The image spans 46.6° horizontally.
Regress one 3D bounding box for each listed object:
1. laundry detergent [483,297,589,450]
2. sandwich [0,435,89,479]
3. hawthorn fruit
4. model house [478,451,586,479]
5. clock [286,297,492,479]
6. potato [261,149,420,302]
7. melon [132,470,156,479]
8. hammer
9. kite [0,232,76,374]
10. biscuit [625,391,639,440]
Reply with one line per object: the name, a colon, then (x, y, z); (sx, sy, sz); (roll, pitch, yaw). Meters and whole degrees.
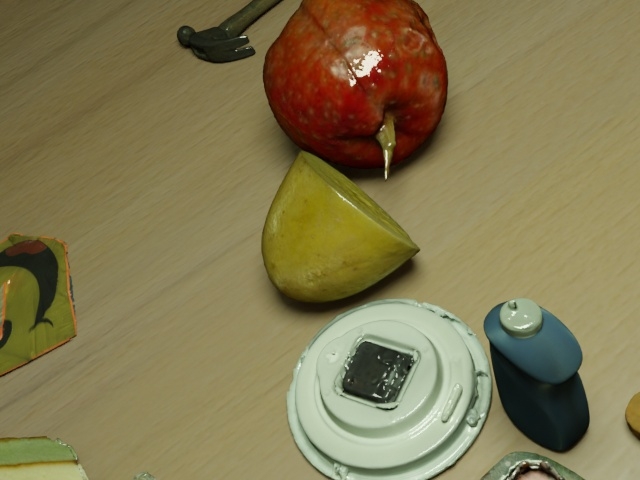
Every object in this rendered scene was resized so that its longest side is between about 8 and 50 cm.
laundry detergent: (0.199, 0.118, 0.691); (0.061, 0.206, 0.097); (-38, 47, -11)
sandwich: (-0.401, 0.342, 0.830); (0.155, 0.227, 0.198); (43, 112, 39)
hawthorn fruit: (0.053, -0.222, 1.006); (0.258, 0.258, 0.262); (-41, 29, -12)
model house: (0.197, 0.292, 0.588); (0.207, 0.154, 0.294); (-40, 48, -10)
clock: (0.069, 0.154, 0.821); (0.237, 0.053, 0.236); (-11, 51, 14)
potato: (0.000, 0.000, 0.916); (0.158, 0.178, 0.203); (-48, 59, 12)
melon: (-0.187, 0.302, 0.783); (0.203, 0.093, 0.139); (-17, 41, 3)
hammer: (-0.067, -0.486, 1.399); (0.440, 0.044, 0.168); (-45, 49, -15)
kite: (-0.512, 0.119, 1.114); (0.378, 0.013, 0.327); (8, 57, 27)
biscuit: (0.424, 0.186, 0.657); (0.289, 0.044, 0.202); (30, 69, 35)
